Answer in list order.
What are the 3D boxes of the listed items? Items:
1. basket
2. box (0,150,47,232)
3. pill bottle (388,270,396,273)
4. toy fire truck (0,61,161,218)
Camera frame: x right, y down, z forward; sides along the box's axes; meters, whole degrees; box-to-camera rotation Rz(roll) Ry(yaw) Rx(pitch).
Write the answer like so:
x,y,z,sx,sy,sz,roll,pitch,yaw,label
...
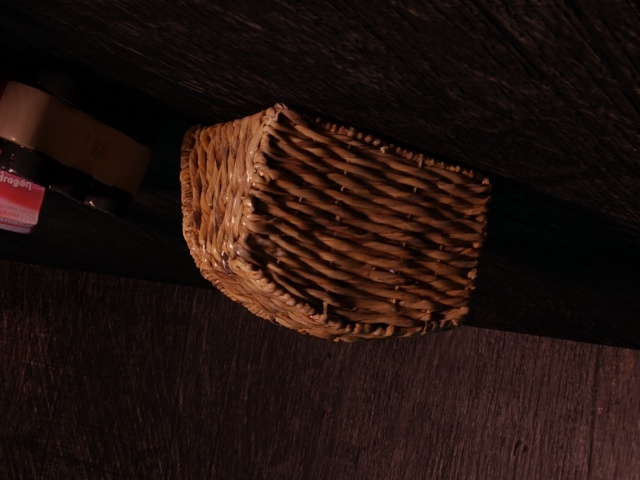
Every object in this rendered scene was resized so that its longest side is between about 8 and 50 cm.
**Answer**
x,y,z,sx,sy,sz,roll,pitch,yaw,label
0.000,0.000,1.325,0.299,0.214,0.223,16,170,-29,basket
-0.472,-0.111,1.451,0.299,0.142,0.154,14,171,-14,box
0.141,0.012,1.585,0.108,0.108,0.193,13,171,-11,pill bottle
-0.338,-0.111,1.331,0.246,0.159,0.217,20,177,27,toy fire truck
